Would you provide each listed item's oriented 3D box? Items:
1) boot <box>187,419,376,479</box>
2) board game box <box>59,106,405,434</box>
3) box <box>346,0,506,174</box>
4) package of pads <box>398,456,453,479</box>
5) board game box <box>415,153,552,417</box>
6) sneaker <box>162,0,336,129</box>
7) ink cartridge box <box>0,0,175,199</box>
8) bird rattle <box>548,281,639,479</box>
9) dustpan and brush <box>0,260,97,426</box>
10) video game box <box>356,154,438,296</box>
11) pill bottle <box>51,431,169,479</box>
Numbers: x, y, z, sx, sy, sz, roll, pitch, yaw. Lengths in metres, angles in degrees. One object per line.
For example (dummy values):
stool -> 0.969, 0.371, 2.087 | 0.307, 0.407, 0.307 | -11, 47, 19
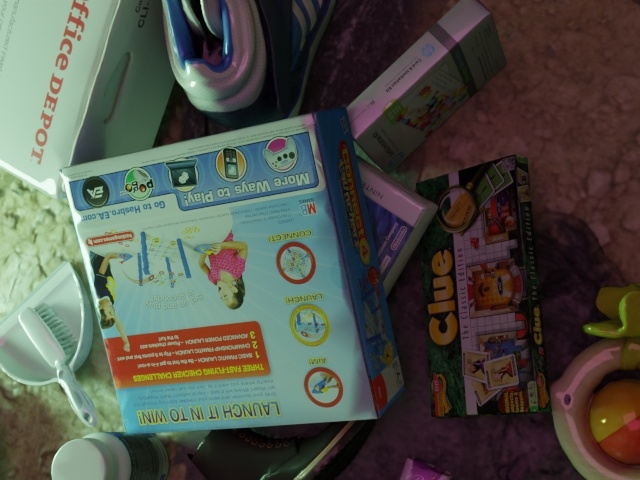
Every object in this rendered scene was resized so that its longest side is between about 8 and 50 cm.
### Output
boot -> -0.049, 0.221, 1.010 | 0.198, 0.077, 0.137 | -46, 65, 3
board game box -> -0.093, 0.040, 0.971 | 0.308, 0.086, 0.301 | -8, 99, 25
box -> 0.112, -0.162, 0.994 | 0.186, 0.145, 0.038 | -42, 70, 5
package of pads -> 0.101, 0.274, 0.972 | 0.050, 0.032, 0.083 | 21, 86, 17
board game box -> 0.165, 0.051, 0.967 | 0.136, 0.030, 0.259 | -16, 72, 47
sneaker -> -0.078, -0.285, 1.027 | 0.130, 0.236, 0.322 | 7, 82, 18
ink cartridge box -> -0.363, -0.253, 1.111 | 0.385, 0.160, 0.279 | 29, 109, 20
bird rattle -> 0.335, 0.164, 0.900 | 0.207, 0.143, 0.253 | -38, 84, 19
dustpan and brush -> -0.313, 0.139, 1.110 | 0.147, 0.060, 0.211 | -42, 71, 5
video game box -> 0.000, 0.000, 1.021 | 0.187, 0.048, 0.205 | 35, 108, 22
pill bottle -> -0.231, 0.250, 1.023 | 0.078, 0.137, 0.078 | -3, 78, 16
